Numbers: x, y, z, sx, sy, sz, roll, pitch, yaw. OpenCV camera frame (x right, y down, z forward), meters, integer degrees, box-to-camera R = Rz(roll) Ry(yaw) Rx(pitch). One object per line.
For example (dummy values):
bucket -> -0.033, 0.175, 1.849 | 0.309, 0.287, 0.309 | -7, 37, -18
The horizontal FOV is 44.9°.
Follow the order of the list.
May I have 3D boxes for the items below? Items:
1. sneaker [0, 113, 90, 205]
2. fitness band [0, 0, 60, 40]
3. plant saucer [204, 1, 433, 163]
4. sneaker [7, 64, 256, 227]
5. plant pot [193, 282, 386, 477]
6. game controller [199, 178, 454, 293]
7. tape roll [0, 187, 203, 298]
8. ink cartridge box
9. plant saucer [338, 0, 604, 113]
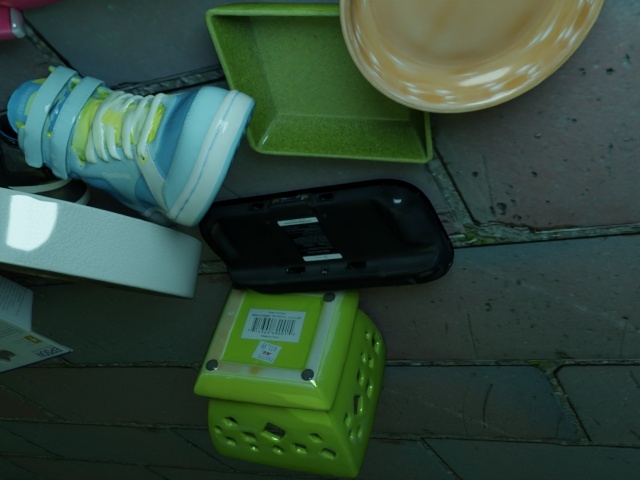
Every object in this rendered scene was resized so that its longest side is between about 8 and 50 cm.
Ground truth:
sneaker -> -0.391, -0.104, 0.937 | 0.216, 0.079, 0.121 | 7, 138, 10
fitness band -> -0.344, -0.206, 0.625 | 0.290, 0.054, 0.209 | -7, -178, -7
plant saucer -> 0.009, -0.151, 0.715 | 0.188, 0.045, 0.188 | 5, 147, 14
sneaker -> -0.197, -0.104, 0.748 | 0.208, 0.127, 0.319 | 27, 162, -18
plant pot -> -0.043, 0.180, 1.111 | 0.228, 0.227, 0.207 | 3, 141, 18
game controller -> 0.000, 0.000, 0.965 | 0.319, 0.067, 0.167 | -6, 129, 29
tape roll -> -0.329, 0.002, 0.884 | 0.391, 0.072, 0.392 | 10, 172, 1
ink cartridge box -> -0.584, 0.101, 1.169 | 0.324, 0.072, 0.330 | -18, 140, 40
plant saucer -> 0.111, -0.186, 0.574 | 0.199, 0.037, 0.200 | -4, 136, -4
